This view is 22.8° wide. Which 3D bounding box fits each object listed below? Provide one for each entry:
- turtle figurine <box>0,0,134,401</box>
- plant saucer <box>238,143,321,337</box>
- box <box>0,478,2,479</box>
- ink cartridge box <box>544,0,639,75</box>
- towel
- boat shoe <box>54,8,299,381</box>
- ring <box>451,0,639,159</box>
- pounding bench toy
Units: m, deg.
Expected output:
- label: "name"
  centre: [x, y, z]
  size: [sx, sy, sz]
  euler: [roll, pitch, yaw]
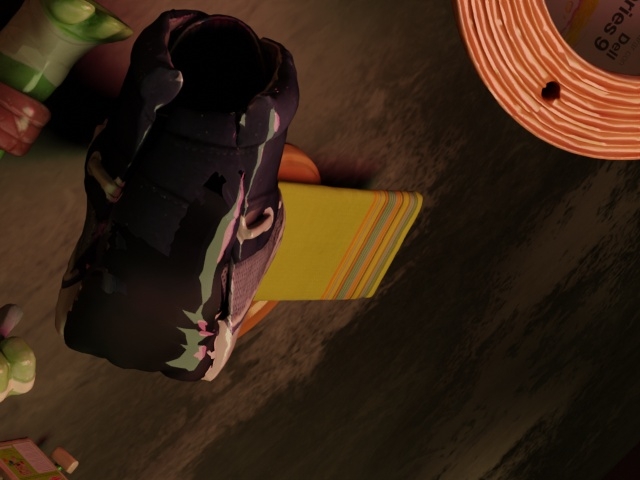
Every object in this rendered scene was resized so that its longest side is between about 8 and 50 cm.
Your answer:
- label: "turtle figurine"
  centre: [-0.209, -0.014, 0.725]
  size: [0.266, 0.197, 0.274]
  euler: [-61, 167, 6]
- label: "plant saucer"
  centre: [-0.067, 0.017, 1.217]
  size: [0.200, 0.037, 0.200]
  euler: [-38, 153, -23]
- label: "box"
  centre: [-0.248, 0.199, 0.935]
  size: [0.148, 0.232, 0.127]
  euler: [-39, 154, -21]
- label: "ink cartridge box"
  centre: [0.224, -0.202, 1.175]
  size: [0.154, 0.212, 0.093]
  euler: [-53, 155, 9]
- label: "towel"
  centre: [0.000, 0.000, 1.241]
  size: [0.237, 0.021, 0.102]
  euler: [2, 119, -59]
- label: "boat shoe"
  centre: [-0.061, -0.058, 0.890]
  size: [0.340, 0.127, 0.158]
  euler: [-96, -156, -69]
- label: "ring"
  centre: [0.228, -0.210, 1.015]
  size: [0.336, 0.032, 0.337]
  euler: [-12, 122, -20]
- label: "pounding bench toy"
  centre: [-0.224, 0.190, 1.184]
  size: [0.083, 0.052, 0.065]
  euler: [-1, 128, -59]
